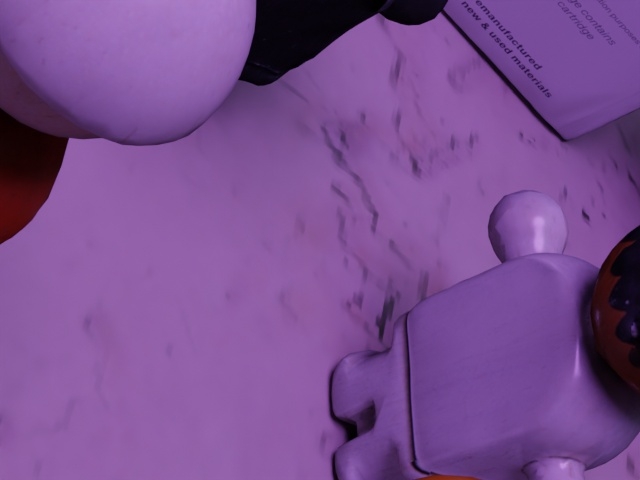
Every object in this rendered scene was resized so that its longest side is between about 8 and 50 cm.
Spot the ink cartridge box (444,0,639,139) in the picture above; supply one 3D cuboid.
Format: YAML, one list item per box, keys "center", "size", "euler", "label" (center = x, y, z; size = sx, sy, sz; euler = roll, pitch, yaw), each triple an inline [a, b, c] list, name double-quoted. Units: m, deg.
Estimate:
- center: [0.149, -0.142, 0.624]
  size: [0.093, 0.212, 0.154]
  euler: [46, 52, -18]
  label: "ink cartridge box"

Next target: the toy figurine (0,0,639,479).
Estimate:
- center: [0.000, 0.000, 0.448]
  size: [0.213, 0.148, 0.209]
  euler: [-34, 94, -51]
  label: "toy figurine"
